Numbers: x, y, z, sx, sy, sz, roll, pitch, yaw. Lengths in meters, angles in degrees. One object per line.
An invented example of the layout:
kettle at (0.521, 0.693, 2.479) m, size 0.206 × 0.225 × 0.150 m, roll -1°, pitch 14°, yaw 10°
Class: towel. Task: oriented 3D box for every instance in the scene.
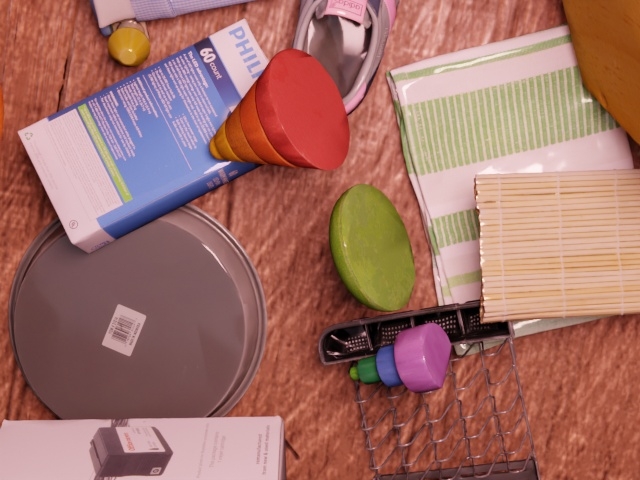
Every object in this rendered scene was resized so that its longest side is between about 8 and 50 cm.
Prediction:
towel at (0.223, -0.057, 1.105) m, size 0.248 × 0.038 × 0.325 m, roll -15°, pitch 97°, yaw 2°

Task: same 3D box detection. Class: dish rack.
dish rack at (0.129, 0.199, 1.099) m, size 0.208 × 0.074 × 0.271 m, roll -10°, pitch 99°, yaw 18°

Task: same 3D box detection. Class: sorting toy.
sorting toy at (0.000, 0.000, 0.998) m, size 0.126 × 0.127 × 0.365 m, roll -18°, pitch 108°, yaw 31°

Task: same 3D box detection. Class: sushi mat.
sushi mat at (0.308, 0.001, 1.046) m, size 0.316 × 0.019 × 0.151 m, roll -3°, pitch 84°, yaw -13°

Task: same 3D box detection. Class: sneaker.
sneaker at (0.040, -0.269, 1.013) m, size 0.112 × 0.131 × 0.319 m, roll 10°, pitch 107°, yaw -1°

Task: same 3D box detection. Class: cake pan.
cake pan at (-0.206, 0.094, 1.120) m, size 0.293 × 0.054 × 0.293 m, roll 0°, pitch 97°, yaw 1°

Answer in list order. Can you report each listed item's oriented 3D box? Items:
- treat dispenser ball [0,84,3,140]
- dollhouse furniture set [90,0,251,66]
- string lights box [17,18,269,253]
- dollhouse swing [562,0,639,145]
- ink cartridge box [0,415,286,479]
treat dispenser ball at (-0.453, -0.130, 0.976) m, size 0.288 × 0.288 × 0.288 m, roll 0°, pitch 97°, yaw 1°
dollhouse furniture set at (-0.103, -0.309, 0.957) m, size 0.286 × 0.198 × 0.303 m, roll -8°, pitch 124°, yaw 0°
string lights box at (-0.160, -0.106, 1.052) m, size 0.259 × 0.077 × 0.133 m, roll -27°, pitch 81°, yaw -4°
dollhouse swing at (0.367, -0.303, 0.892) m, size 0.305 × 0.315 × 0.347 m, roll -22°, pitch 123°, yaw 3°
ink cartridge box at (-0.190, 0.314, 1.083) m, size 0.307 × 0.129 × 0.223 m, roll -1°, pitch 116°, yaw 1°
